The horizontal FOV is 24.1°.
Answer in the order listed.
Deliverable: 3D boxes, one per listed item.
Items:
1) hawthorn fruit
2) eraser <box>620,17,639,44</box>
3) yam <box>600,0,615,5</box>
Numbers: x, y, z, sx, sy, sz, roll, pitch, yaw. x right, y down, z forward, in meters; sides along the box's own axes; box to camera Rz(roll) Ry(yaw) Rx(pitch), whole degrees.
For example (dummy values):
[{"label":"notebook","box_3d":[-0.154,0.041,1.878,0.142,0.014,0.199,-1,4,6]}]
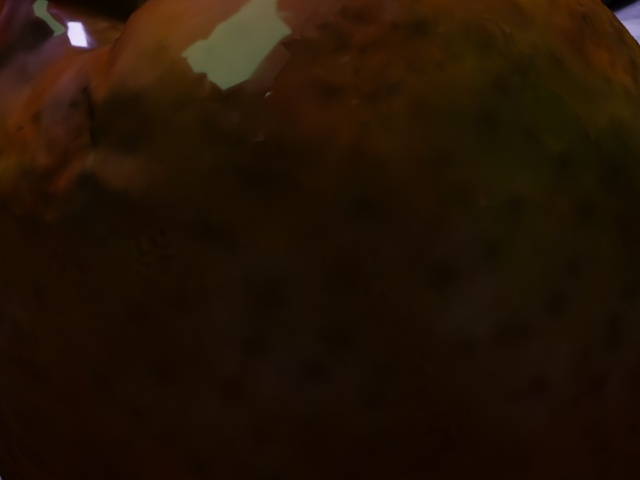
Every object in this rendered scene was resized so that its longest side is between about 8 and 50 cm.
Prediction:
[{"label":"hawthorn fruit","box_3d":[0.000,0.000,0.858,0.471,0.472,0.472,-16,32,10]},{"label":"eraser","box_3d":[0.190,-0.089,1.197,0.397,0.082,0.213,-3,36,29]},{"label":"yam","box_3d":[0.305,-0.273,1.423,0.253,0.061,0.061,-27,32,-6]}]
